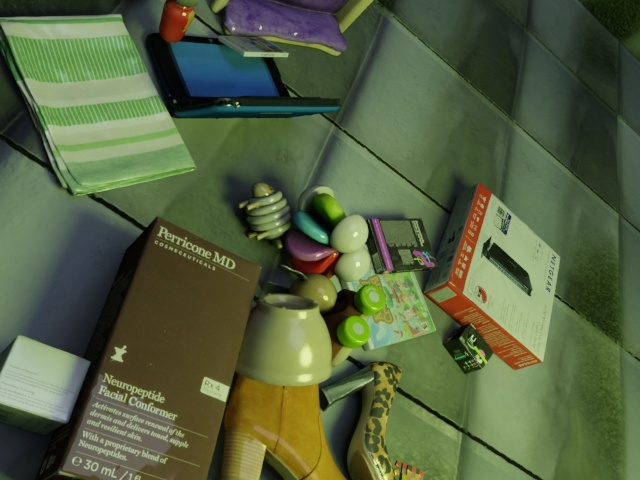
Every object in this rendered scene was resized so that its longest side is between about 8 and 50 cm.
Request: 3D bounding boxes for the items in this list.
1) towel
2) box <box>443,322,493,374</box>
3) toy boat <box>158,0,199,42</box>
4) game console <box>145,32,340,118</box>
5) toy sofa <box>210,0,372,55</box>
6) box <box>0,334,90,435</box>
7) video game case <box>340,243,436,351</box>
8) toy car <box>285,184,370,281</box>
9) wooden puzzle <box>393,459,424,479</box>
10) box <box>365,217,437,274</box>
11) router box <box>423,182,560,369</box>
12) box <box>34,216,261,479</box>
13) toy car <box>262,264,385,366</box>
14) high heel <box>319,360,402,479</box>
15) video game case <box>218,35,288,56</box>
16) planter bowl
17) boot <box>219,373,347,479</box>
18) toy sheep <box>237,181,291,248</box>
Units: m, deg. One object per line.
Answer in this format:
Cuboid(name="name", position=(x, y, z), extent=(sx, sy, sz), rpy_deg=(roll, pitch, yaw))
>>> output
Cuboid(name="towel", position=(-0.380, -0.243, 1.097), extent=(0.248, 0.038, 0.324), rpy_deg=(-21, 81, -43))
Cuboid(name="box", position=(0.315, 0.230, 1.368), extent=(0.083, 0.052, 0.062), rpy_deg=(52, 48, -2))
Cuboid(name="toy boat", position=(-0.336, -0.520, 1.179), extent=(0.318, 0.148, 0.267), rpy_deg=(47, 47, 5))
Cuboid(name="game console", position=(-0.146, -0.324, 1.236), extent=(0.293, 0.250, 0.173), rpy_deg=(-10, 100, -40))
Cuboid(name="toy sofa", position=(-0.058, -0.545, 1.426), extent=(0.363, 0.150, 0.177), rpy_deg=(-3, 68, -38))
Cuboid(name="box", position=(-0.373, 0.189, 0.830), extent=(0.102, 0.101, 0.087), rpy_deg=(28, 53, -25))
Cuboid(name="video game case", position=(0.131, 0.105, 1.312), extent=(0.193, 0.023, 0.212), rpy_deg=(-8, 72, -39))
Cuboid(name="toy car", position=(0.000, 0.000, 1.177), extent=(0.136, 0.182, 0.159), rpy_deg=(-29, 51, -19))
Cuboid(name="wooden puzzle", position=(0.166, 0.439, 1.174), extent=(0.083, 0.006, 0.049), rpy_deg=(30, 52, -21))
Cuboid(name="box", position=(0.169, 0.010, 1.358), extent=(0.162, 0.029, 0.116), rpy_deg=(-2, 68, -37))
Cuboid(name="router box", position=(0.412, 0.077, 1.502), extent=(0.301, 0.082, 0.335), rpy_deg=(39, 49, -15))
Cuboid(name="box", position=(-0.231, 0.179, 0.922), extent=(0.191, 0.143, 0.381), rpy_deg=(27, 51, -23))
Cuboid(name="toy car", position=(-0.013, 0.116, 1.120), extent=(0.188, 0.155, 0.149), rpy_deg=(36, 49, -5))
Cuboid(name="high heel", position=(0.125, 0.342, 1.131), extent=(0.186, 0.093, 0.261), rpy_deg=(-15, 68, -35))
Cuboid(name="video game case", position=(-0.138, -0.401, 1.329), extent=(0.087, 0.011, 0.122), rpy_deg=(38, 35, 30))
Cuboid(name="planter bowl", position=(-0.057, 0.145, 1.006), extent=(0.162, 0.162, 0.109), rpy_deg=(0, 101, -37))
Cuboid(name="boot", position=(-0.015, 0.314, 1.037), extent=(0.295, 0.104, 0.211), rpy_deg=(25, 54, -20))
Cuboid(name="toy sheep", position=(-0.096, -0.045, 1.180), extent=(0.091, 0.091, 0.132), rpy_deg=(-34, 119, -43))
